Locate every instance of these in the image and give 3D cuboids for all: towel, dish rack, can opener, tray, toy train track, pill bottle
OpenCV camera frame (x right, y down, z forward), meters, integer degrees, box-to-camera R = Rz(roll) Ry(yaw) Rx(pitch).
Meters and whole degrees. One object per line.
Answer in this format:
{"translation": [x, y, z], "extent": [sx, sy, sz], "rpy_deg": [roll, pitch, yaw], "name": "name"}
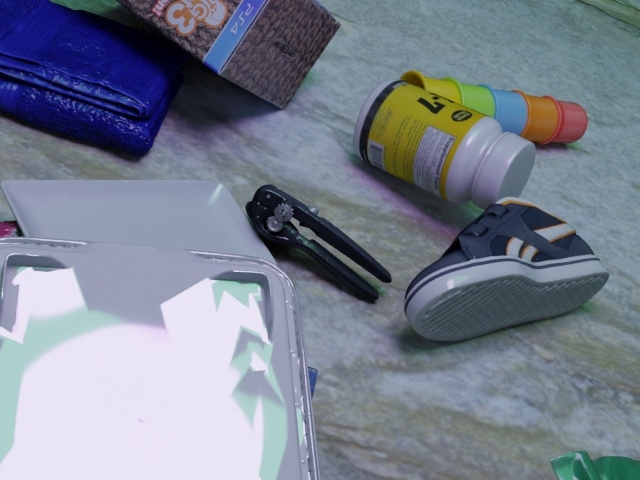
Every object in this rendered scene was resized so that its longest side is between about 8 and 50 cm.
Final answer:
{"translation": [-0.324, -0.229, 1.110], "extent": [0.308, 0.076, 0.228], "rpy_deg": [19, 41, -7], "name": "towel"}
{"translation": [-0.128, 0.135, 0.633], "extent": [0.285, 0.072, 0.333], "rpy_deg": [5, 54, -17], "name": "dish rack"}
{"translation": [0.000, 0.000, 1.031], "extent": [0.186, 0.059, 0.073], "rpy_deg": [31, 9, -2], "name": "can opener"}
{"translation": [-0.183, -0.005, 0.949], "extent": [0.270, 0.030, 0.145], "rpy_deg": [-3, 46, -42], "name": "tray"}
{"translation": [-0.253, -0.282, 1.235], "extent": [0.083, 0.048, 0.014], "rpy_deg": [20, 24, 23], "name": "toy train track"}
{"translation": [0.157, -0.118, 1.167], "extent": [0.208, 0.119, 0.119], "rpy_deg": [28, 38, 26], "name": "pill bottle"}

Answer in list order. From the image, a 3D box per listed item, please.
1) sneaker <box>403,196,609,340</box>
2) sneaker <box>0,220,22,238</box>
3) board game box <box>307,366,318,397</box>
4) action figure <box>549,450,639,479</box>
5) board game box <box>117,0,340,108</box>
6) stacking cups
{"translation": [0.194, 0.030, 1.060], "extent": [0.321, 0.126, 0.127], "rpy_deg": [-2, 51, -44], "name": "sneaker"}
{"translation": [-0.308, 0.035, 0.852], "extent": [0.063, 0.075, 0.170], "rpy_deg": [-8, 25, -10], "name": "sneaker"}
{"translation": [-0.134, 0.095, 0.804], "extent": [0.243, 0.165, 0.042], "rpy_deg": [17, 84, -10], "name": "board game box"}
{"translation": [0.310, 0.310, 0.861], "extent": [0.137, 0.063, 0.232], "rpy_deg": [5, 40, -25], "name": "action figure"}
{"translation": [-0.153, -0.321, 1.170], "extent": [0.291, 0.141, 0.232], "rpy_deg": [37, 8, 15], "name": "board game box"}
{"translation": [0.255, -0.180, 1.356], "extent": [0.316, 0.096, 0.096], "rpy_deg": [4, 44, -30], "name": "stacking cups"}
